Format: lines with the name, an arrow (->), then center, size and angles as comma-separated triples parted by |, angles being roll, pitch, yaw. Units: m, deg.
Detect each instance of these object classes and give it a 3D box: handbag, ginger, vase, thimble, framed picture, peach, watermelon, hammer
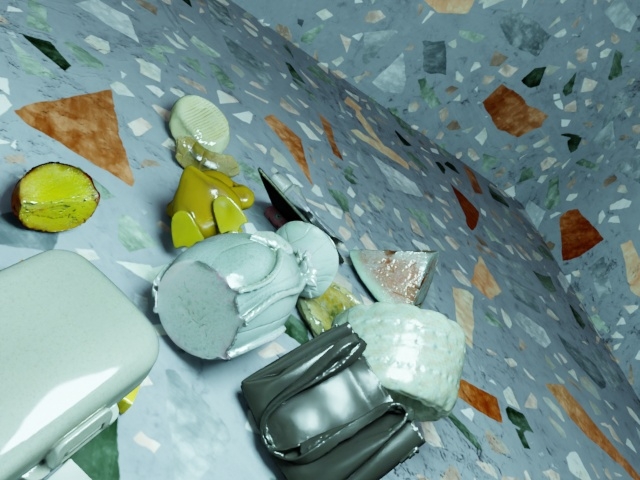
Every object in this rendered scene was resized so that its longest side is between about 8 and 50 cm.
handbag -> 0.020, 0.313, 1.201 | 0.285, 0.257, 0.113 | 56, -3, 26
ginger -> -0.296, -0.203, 1.705 | 0.190, 0.095, 0.069 | 30, 9, -27
vase -> -0.129, 0.082, 1.357 | 0.250, 0.250, 0.445 | 48, 26, 9
thimble -> 0.153, 0.265, 1.394 | 0.291, 0.291, 0.195 | 29, 58, -26
framed picture -> -0.062, -0.050, 1.692 | 0.244, 0.013, 0.324 | 49, -6, 10
peach -> -0.497, -0.071, 1.226 | 0.127, 0.092, 0.172 | 39, 38, 4
watermelon -> 0.227, 0.078, 1.887 | 0.262, 0.201, 0.213 | 47, 18, 16
hammer -> -0.116, -0.057, 1.787 | 0.083, 0.043, 0.043 | 49, 27, 14

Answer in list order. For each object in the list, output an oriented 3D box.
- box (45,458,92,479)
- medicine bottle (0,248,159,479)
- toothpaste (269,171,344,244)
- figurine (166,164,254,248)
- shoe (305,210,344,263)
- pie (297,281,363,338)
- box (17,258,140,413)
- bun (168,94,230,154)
box -> -0.289, 0.412, 0.822 | 0.243, 0.067, 0.155 | 44, 24, 2
medicine bottle -> -0.411, 0.169, 0.887 | 0.282, 0.123, 0.375 | 44, 37, 6
toothpaste -> -0.038, -0.091, 1.921 | 0.282, 0.068, 0.099 | 42, 33, -5
figurine -> -0.246, -0.075, 1.462 | 0.215, 0.215, 0.228 | 48, -4, 9
shoe -> 0.000, 0.000, 1.854 | 0.179, 0.049, 0.071 | 54, 2, -19
pie -> 0.052, 0.201, 1.623 | 0.274, 0.055, 0.274 | 33, 28, -20
box -> -0.403, 0.154, 1.069 | 0.269, 0.043, 0.152 | 35, 28, -15
bun -> -0.330, -0.298, 1.786 | 0.188, 0.111, 0.164 | 45, 43, -3
